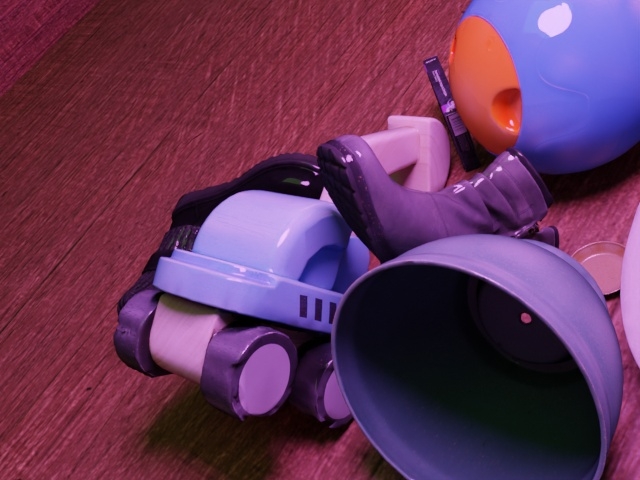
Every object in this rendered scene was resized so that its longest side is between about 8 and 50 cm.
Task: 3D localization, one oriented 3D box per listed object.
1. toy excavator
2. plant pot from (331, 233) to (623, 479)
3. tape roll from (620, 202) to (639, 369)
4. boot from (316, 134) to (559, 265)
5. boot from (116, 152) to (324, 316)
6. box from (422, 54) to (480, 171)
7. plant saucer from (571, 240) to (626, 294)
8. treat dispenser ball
[{"bbox_3d":[0.000,0.000,1.019,0.222,0.433,0.445,14,87,41],"label":"toy excavator"},{"bbox_3d":[0.185,0.113,0.804,0.293,0.293,0.196,8,28,38],"label":"plant pot"},{"bbox_3d":[0.456,0.016,0.686,0.392,0.072,0.392,-38,40,39],"label":"tape roll"},{"bbox_3d":[0.148,-0.047,0.906,0.223,0.338,0.118,-36,45,-1],"label":"boot"},{"bbox_3d":[-0.133,0.020,1.176,0.348,0.131,0.260,-18,35,33],"label":"boot"},{"bbox_3d":[0.203,-0.199,1.191,0.029,0.116,0.162,-22,42,10],"label":"box"},{"bbox_3d":[0.346,0.037,0.944,0.083,0.015,0.083,-18,42,18],"label":"plant saucer"},{"bbox_3d":[0.315,-0.232,1.016,0.288,0.288,0.288,-18,43,17],"label":"treat dispenser ball"}]
